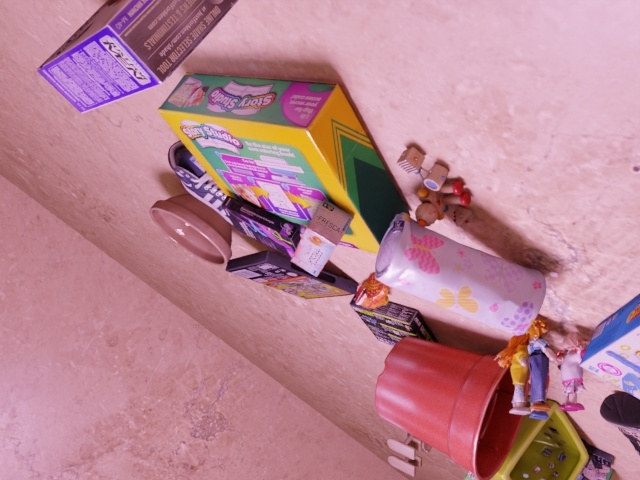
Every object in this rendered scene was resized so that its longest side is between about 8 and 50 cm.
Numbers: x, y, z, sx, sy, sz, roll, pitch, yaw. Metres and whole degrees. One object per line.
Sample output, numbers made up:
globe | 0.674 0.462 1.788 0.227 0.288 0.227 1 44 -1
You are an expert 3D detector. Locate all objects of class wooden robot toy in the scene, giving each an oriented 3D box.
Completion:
wooden robot toy | 0.174 -0.059 1.033 0.076 0.079 0.173 6 147 51

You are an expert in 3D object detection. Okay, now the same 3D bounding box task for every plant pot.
plant pot | 0.475 0.511 1.634 0.228 0.227 0.207 54 158 -25
plant pot | -0.312 -0.047 1.728 0.237 0.110 0.237 28 159 12
plant pot | 0.282 0.346 1.484 0.265 0.272 0.272 16 153 35

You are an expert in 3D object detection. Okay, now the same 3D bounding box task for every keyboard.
keyboard | 0.642 0.516 1.693 0.180 0.023 0.108 20 155 30

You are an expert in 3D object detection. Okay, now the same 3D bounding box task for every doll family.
doll family | 0.399 0.235 1.251 0.118 0.163 0.263 8 160 -1

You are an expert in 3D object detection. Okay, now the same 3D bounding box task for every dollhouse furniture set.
dollhouse furniture set | 0.267 0.542 2.050 0.161 0.212 0.242 18 128 32

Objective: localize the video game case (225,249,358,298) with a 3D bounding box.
video game case | -0.078 0.090 1.686 0.248 0.035 0.275 22 163 -24

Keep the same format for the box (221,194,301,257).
box | -0.107 -0.021 1.299 0.162 0.029 0.116 26 162 20

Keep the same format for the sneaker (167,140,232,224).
sneaker | -0.207 -0.122 1.427 0.282 0.099 0.153 28 160 24

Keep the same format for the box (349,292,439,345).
box | 0.187 0.213 1.661 0.190 0.045 0.184 14 149 42

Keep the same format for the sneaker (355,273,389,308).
sneaker | 0.132 0.117 1.533 0.067 0.064 0.175 15 166 -7

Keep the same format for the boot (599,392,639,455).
boot | 0.671 0.383 1.273 0.178 0.085 0.236 45 163 -32

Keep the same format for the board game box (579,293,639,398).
board game box | 0.581 0.187 0.966 0.301 0.086 0.308 30 159 12

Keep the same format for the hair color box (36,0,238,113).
hair color box | -0.285 -0.307 1.010 0.338 0.185 0.110 4 143 52

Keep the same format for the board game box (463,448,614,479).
board game box | 0.565 0.615 1.754 0.317 0.214 0.046 25 158 23

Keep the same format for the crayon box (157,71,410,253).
crayon box | -0.063 -0.137 1.171 0.362 0.106 0.313 15 152 39

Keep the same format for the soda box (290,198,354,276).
soda box | 0.000 0.000 1.141 0.058 0.063 0.183 31 159 0

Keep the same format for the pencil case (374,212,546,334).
pencil case | 0.222 0.055 1.084 0.273 0.124 0.113 23 133 -6
